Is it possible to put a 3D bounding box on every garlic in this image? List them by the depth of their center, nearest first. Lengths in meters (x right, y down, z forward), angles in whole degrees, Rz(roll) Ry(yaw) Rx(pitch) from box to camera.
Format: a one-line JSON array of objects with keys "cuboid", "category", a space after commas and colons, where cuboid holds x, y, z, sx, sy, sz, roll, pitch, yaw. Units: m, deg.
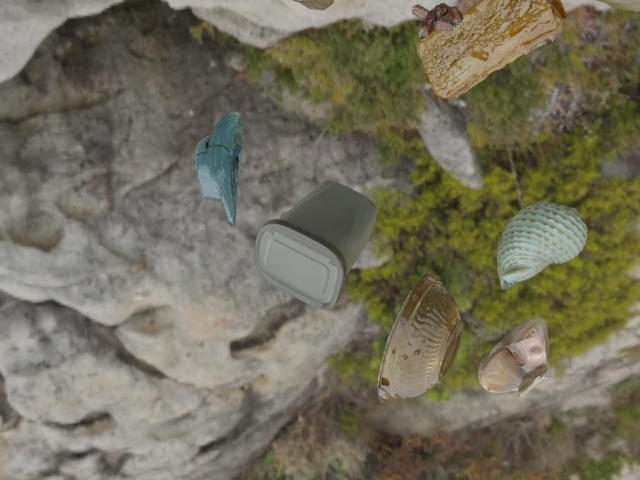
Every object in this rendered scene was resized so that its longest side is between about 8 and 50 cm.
[{"cuboid": [0.373, 0.225, 1.551, 0.099, 0.124, 0.174, 42, 112, -14], "category": "garlic"}]

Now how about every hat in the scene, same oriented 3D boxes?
[{"cuboid": [-0.172, -0.117, 1.317, 0.077, 0.191, 0.138, 1, 159, 4], "category": "hat"}]

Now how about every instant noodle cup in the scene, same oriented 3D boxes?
[{"cuboid": [0.205, 0.199, 1.518, 0.090, 0.274, 0.274, 20, 150, 23], "category": "instant noodle cup"}]

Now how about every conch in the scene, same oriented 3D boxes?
[{"cuboid": [0.324, 0.004, 1.211, 0.153, 0.102, 0.135, -23, 155, 1], "category": "conch"}]

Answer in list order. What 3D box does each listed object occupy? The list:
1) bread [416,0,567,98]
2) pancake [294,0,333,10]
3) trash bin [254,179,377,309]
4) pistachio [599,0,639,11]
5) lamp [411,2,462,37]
[{"cuboid": [0.303, -0.362, 1.436, 0.271, 0.139, 0.077, -32, 167, 38], "category": "bread"}, {"cuboid": [-0.076, -0.438, 1.248, 0.050, 0.242, 0.242, -51, 137, 0], "category": "pancake"}, {"cuboid": [0.000, 0.000, 1.867, 0.219, 0.250, 0.219, 28, 134, 11], "category": "trash bin"}, {"cuboid": [0.473, -0.436, 1.221, 0.288, 0.197, 0.166, 1, 131, -48], "category": "pistachio"}, {"cuboid": [0.196, -0.367, 1.331, 0.083, 0.063, 0.031, -6, 161, -13], "category": "lamp"}]
